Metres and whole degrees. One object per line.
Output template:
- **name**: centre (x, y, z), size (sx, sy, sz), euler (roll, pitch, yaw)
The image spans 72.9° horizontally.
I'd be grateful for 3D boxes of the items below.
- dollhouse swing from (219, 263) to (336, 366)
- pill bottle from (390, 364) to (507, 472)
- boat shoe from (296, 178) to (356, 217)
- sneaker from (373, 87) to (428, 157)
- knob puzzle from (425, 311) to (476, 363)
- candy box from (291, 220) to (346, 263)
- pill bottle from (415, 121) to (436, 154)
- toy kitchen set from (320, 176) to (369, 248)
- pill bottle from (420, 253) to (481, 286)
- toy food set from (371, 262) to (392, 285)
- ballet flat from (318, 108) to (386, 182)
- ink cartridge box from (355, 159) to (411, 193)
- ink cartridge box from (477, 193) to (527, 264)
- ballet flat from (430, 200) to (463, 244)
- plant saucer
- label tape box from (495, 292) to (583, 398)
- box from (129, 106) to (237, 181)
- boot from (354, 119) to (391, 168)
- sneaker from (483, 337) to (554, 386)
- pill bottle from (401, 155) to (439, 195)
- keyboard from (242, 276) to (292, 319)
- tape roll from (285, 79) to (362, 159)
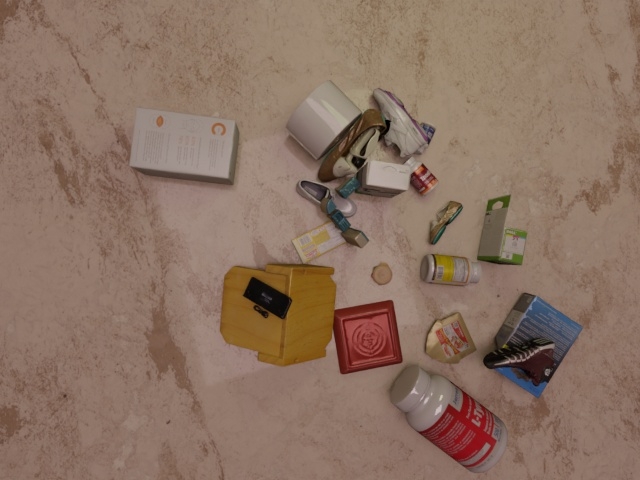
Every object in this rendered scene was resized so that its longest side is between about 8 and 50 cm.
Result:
- **dollhouse swing**: centre (-0.162, 0.258, 1.655), size (0.315, 0.305, 0.347), euler (3, 92, -46)
- **pill bottle**: centre (0.474, 0.659, 1.632), size (0.407, 0.229, 0.229), euler (38, 85, -4)
- **boat shoe**: centre (0.024, -0.162, 1.676), size (0.258, 0.084, 0.095), euler (22, 86, -5)
- **sneaker**: centre (0.279, -0.462, 1.693), size (0.152, 0.114, 0.305), euler (-41, 74, 29)
- **knob puzzle**: centre (0.507, 0.405, 1.741), size (0.213, 0.030, 0.213), euler (0, 89, -6)
- **candy box**: centre (0.000, 0.000, 1.699), size (0.206, 0.027, 0.105), euler (-26, 96, -6)
- **pill bottle**: centre (0.409, -0.407, 1.730), size (0.067, 0.067, 0.120), euler (26, 86, -5)
- **toy kitchen set**: centre (0.126, -0.107, 1.617), size (0.166, 0.122, 0.207), euler (-44, 114, -10)
- **pill bottle**: centre (0.514, 0.118, 1.704), size (0.215, 0.117, 0.117), euler (6, 88, -6)
- **toy food set**: centre (0.245, 0.136, 1.725), size (0.082, 0.020, 0.083), euler (-30, 92, -5)
- **ballet flat**: centre (0.123, -0.327, 1.613), size (0.342, 0.116, 0.124), euler (-48, 52, 18)
- **ink cartridge box**: centre (0.229, -0.226, 1.631), size (0.160, 0.219, 0.093), euler (7, 88, -5)
- **ink cartridge box**: centre (0.717, -0.038, 1.692), size (0.097, 0.189, 0.255), euler (12, 87, -4)
- **ballet flat**: centre (0.488, -0.075, 1.741), size (0.067, 0.073, 0.206), euler (37, 82, 23)
- **plant saucer**: centre (0.187, 0.383, 1.701), size (0.259, 0.048, 0.258), euler (-9, 90, -5)
- **label tape box**: centre (0.844, 0.415, 1.737), size (0.240, 0.106, 0.334), euler (34, 88, -4)
- **box**: centre (-0.487, -0.338, 1.587), size (0.345, 0.168, 0.215), euler (7, 88, -5)
- **boot**: centre (0.192, -0.375, 1.665), size (0.076, 0.137, 0.198), euler (19, 88, -27)
- **sneaker**: centre (0.762, 0.482, 1.628), size (0.281, 0.106, 0.163), euler (-14, 95, -5)
- **pill bottle**: centre (0.390, -0.258, 1.715), size (0.086, 0.086, 0.152), euler (-44, 93, -5)
- **keyboard**: centre (-0.190, 0.212, 1.513), size (0.180, 0.023, 0.108), euler (26, 93, 23)
- **tape roll**: centre (0.013, -0.441, 1.602), size (0.169, 0.246, 0.246), euler (43, 85, -3)
